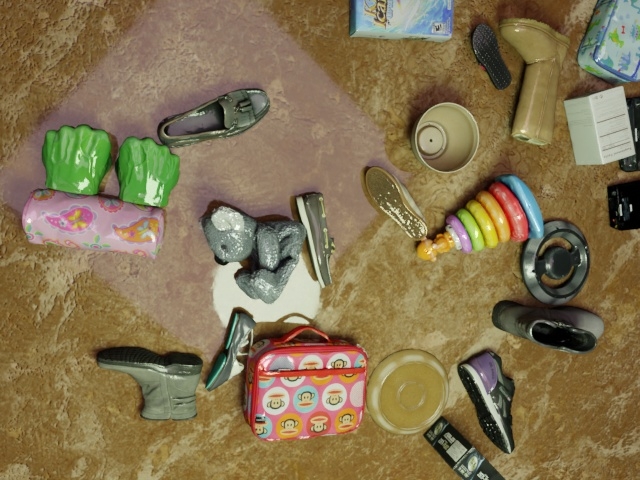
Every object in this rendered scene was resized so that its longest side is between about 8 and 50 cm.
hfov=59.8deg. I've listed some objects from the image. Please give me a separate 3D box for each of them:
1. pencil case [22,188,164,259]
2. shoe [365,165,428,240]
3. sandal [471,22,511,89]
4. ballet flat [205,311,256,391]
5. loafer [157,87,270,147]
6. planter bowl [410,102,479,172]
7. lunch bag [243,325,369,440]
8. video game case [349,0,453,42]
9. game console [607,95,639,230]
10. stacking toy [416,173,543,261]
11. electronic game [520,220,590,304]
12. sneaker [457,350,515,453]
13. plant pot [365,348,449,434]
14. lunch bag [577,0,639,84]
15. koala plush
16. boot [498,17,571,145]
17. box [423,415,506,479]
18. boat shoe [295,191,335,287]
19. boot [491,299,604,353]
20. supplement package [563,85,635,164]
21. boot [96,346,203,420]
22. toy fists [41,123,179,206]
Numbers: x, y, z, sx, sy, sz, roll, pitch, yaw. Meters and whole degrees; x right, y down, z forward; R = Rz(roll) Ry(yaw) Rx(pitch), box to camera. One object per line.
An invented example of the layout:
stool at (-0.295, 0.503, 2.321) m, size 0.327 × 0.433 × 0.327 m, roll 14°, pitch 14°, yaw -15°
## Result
pencil case at (-0.482, -0.034, 1.195) m, size 0.283 × 0.124 × 0.124 m, roll 7°, pitch 95°, yaw -13°
shoe at (0.188, -0.095, 1.378) m, size 0.076 × 0.058 × 0.219 m, roll -34°, pitch 100°, yaw 24°
sandal at (0.422, -0.458, 1.398) m, size 0.067 × 0.040 × 0.179 m, roll -38°, pitch 118°, yaw -1°
ballet flat at (-0.205, 0.271, 1.319) m, size 0.074 × 0.074 × 0.203 m, roll 23°, pitch 89°, yaw -15°
loafer at (-0.232, -0.270, 1.237) m, size 0.267 × 0.084 × 0.096 m, roll -23°, pitch 101°, yaw -10°
planter bowl at (0.285, -0.246, 1.350) m, size 0.161 × 0.109 × 0.162 m, roll -2°, pitch 98°, yaw -14°
lunch bag at (-0.033, 0.333, 1.334) m, size 0.292 × 0.120 × 0.259 m, roll 2°, pitch 95°, yaw -22°
video game case at (0.192, -0.617, 1.309) m, size 0.244 × 0.061 × 0.270 m, roll -2°, pitch 97°, yaw -12°
game console at (0.887, -0.213, 1.531) m, size 0.213 × 0.044 × 0.362 m, roll -10°, pitch 99°, yaw -13°
stacking toy at (0.378, -0.028, 1.390) m, size 0.301 × 0.166 × 0.175 m, roll -27°, pitch 92°, yaw 2°
electronic game at (0.637, 0.060, 1.501) m, size 0.229 × 0.048 × 0.230 m, roll -1°, pitch 94°, yaw -21°
sneaker at (0.482, 0.432, 1.484) m, size 0.124 × 0.107 × 0.284 m, roll -27°, pitch 102°, yaw -15°
plant pot at (0.235, 0.403, 1.457) m, size 0.236 × 0.032 × 0.237 m, roll -1°, pitch 97°, yaw -12°
lunch bag at (0.787, -0.530, 1.446) m, size 0.176 × 0.090 × 0.219 m, roll 20°, pitch 93°, yaw -17°
koala plush at (-0.165, 0.002, 1.244) m, size 0.221 × 0.196 × 0.203 m, roll 33°, pitch 77°, yaw -14°
boot at (0.519, -0.391, 1.386) m, size 0.236 × 0.089 × 0.270 m, roll 9°, pitch 95°, yaw -25°
box at (0.369, 0.559, 1.430) m, size 0.077 × 0.180 × 0.147 m, roll -44°, pitch 104°, yaw -5°
boat shoe at (0.000, 0.000, 1.326) m, size 0.068 × 0.081 × 0.228 m, roll -15°, pitch 98°, yaw -7°
boot at (0.636, 0.241, 1.432) m, size 0.337 × 0.222 × 0.118 m, roll 5°, pitch 95°, yaw -14°
supplement package at (0.726, -0.296, 1.449) m, size 0.105 × 0.105 × 0.180 m, roll -18°, pitch 101°, yaw -11°
boot at (-0.397, 0.340, 1.279) m, size 0.246 × 0.083 × 0.161 m, roll 11°, pitch 100°, yaw -13°
toy fists at (-0.446, -0.168, 1.197) m, size 0.279 × 0.096 × 0.142 m, roll 10°, pitch 104°, yaw -16°
